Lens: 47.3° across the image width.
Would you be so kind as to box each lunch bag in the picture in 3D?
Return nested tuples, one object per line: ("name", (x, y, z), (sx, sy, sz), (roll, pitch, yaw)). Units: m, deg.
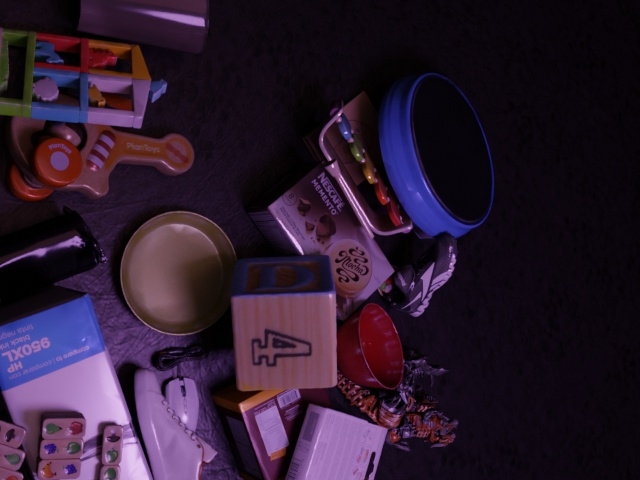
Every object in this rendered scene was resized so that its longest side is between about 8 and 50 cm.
("lunch bag", (0.246, -0.047, 1.730), (0.083, 0.071, 0.053), (44, 69, -21))

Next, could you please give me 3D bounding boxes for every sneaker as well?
("sneaker", (-0.262, 0.366, 1.352), (0.123, 0.106, 0.290), (-17, 80, -9))
("sneaker", (0.220, 0.079, 1.633), (0.106, 0.078, 0.234), (7, 128, -28))

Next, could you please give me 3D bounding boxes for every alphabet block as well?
("alphabet block", (-0.069, 0.154, 1.405), (0.193, 0.192, 0.197), (-2, 111, -1))

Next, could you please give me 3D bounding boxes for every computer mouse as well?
("computer mouse", (-0.267, 0.305, 1.423), (0.106, 0.042, 0.193), (-1, 89, -32))

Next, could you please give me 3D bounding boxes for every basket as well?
("basket", (-0.339, -0.450, 1.350), (0.226, 0.154, 0.205), (-5, 90, -28))

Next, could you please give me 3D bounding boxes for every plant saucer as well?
("plant saucer", (-0.277, 0.064, 1.430), (0.240, 0.037, 0.241), (2, 86, -31))

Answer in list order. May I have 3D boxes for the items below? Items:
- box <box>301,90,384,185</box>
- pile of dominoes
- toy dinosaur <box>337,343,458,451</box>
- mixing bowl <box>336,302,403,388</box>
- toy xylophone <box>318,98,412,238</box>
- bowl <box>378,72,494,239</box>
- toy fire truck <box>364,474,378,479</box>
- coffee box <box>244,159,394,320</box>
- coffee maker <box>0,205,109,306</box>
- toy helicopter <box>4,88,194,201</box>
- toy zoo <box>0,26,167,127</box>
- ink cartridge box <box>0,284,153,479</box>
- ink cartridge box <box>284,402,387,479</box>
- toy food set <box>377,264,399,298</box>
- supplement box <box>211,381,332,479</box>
("box", (0.071, -0.219, 1.661), (0.201, 0.021, 0.164), (-40, 108, -25))
("pile of dominoes", (-0.382, 0.371, 1.027), (0.195, 0.040, 0.251), (5, 89, -23))
("toy dinosaur", (0.177, 0.354, 1.635), (0.321, 0.164, 0.219), (24, 91, -36))
("mixing bowl", (0.088, 0.230, 1.527), (0.181, 0.098, 0.182), (37, 43, -45))
("toy xylophone", (0.089, -0.133, 1.548), (0.081, 0.236, 0.323), (-29, 117, 13))
("bowl", (0.277, -0.198, 1.671), (0.391, 0.077, 0.392), (21, 62, -45))
("toy fire truck", (0.109, 0.670, 1.588), (0.217, 0.158, 0.246), (-45, 122, -25))
("coffee box", (0.000, 0.000, 1.551), (0.168, 0.118, 0.297), (-41, 109, -24))
("coffee maker", (-0.478, 0.024, 1.230), (0.178, 0.171, 0.120), (-26, 101, -29))
("toy helicopter", (-0.393, -0.190, 1.340), (0.354, 0.140, 0.235), (3, 78, -42))
("toy zoo", (-0.417, -0.282, 1.274), (0.293, 0.030, 0.192), (2, 53, -21))
("ink cartridge box", (-0.417, 0.288, 1.190), (0.166, 0.285, 0.395), (-21, 99, -27))
("ink cartridge box", (0.033, 0.436, 1.458), (0.224, 0.056, 0.181), (31, 72, -48))
("toy food set", (0.166, 0.099, 1.706), (0.083, 0.020, 0.083), (35, 71, -26))
("supplement box", (-0.083, 0.367, 1.481), (0.191, 0.129, 0.194), (-23, 100, -30))
